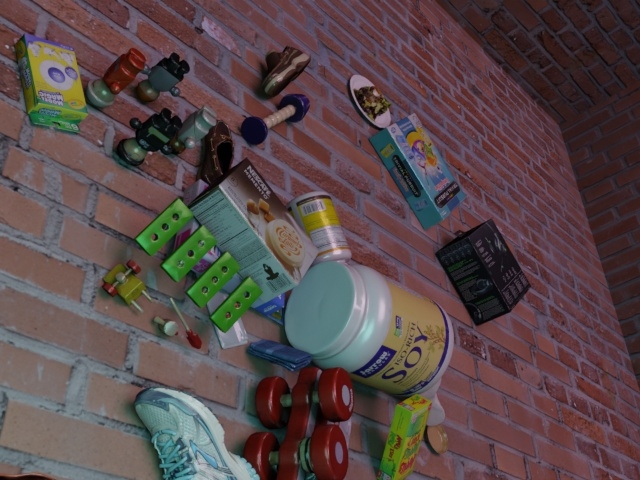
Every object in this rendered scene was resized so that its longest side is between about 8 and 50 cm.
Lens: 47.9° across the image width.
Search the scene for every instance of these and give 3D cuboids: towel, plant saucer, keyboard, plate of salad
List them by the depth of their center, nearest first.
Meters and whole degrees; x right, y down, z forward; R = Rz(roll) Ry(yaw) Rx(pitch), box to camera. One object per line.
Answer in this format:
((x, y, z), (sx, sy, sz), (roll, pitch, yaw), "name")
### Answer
((-0.081, 0.227, 1.430), (0.067, 0.119, 0.029), (-8, 107, -56), "towel")
((-0.213, 0.093, 1.448), (0.072, 0.014, 0.256), (-7, 70, -49), "keyboard")
((0.286, 0.490, 1.787), (0.083, 0.015, 0.083), (31, 43, -35), "plant saucer")
((0.169, -0.454, 2.326), (0.200, 0.048, 0.199), (32, 43, -36), "plate of salad")

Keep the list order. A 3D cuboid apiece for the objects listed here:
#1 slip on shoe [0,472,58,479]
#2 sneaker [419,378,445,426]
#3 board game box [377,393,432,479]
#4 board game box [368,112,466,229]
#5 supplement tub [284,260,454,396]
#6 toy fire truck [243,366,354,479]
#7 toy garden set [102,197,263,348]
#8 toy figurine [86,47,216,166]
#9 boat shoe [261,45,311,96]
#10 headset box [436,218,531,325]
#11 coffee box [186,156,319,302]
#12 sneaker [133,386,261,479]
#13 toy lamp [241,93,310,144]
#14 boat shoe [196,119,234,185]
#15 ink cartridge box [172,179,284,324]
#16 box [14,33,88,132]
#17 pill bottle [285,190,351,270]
((-0.351, 0.377, 0.970), (0.331, 0.101, 0.123), (29, 42, -40), "slip on shoe")
((0.247, 0.350, 1.751), (0.094, 0.080, 0.212), (-113, -171, -58), "sneaker")
((0.184, 0.434, 1.572), (0.092, 0.043, 0.181), (-8, 115, -55), "board game box")
((0.320, -0.230, 2.324), (0.336, 0.079, 0.254), (57, 34, -3), "board game box")
((0.109, 0.193, 1.582), (0.331, 0.241, 0.241), (27, 46, -39), "supplement tub")
((-0.008, 0.399, 1.364), (0.302, 0.169, 0.254), (-80, 150, -47), "toy fire truck")
((-0.256, 0.080, 1.312), (0.204, 0.049, 0.244), (-47, 113, -20), "toy garden set")
((-0.337, -0.264, 1.448), (0.213, 0.148, 0.209), (59, 28, 2), "toy figurine")
((-0.115, -0.463, 1.941), (0.095, 0.095, 0.257), (40, 30, -4), "boat shoe")
((0.516, 0.087, 2.290), (0.283, 0.131, 0.246), (60, 34, 1), "headset box")
((-0.129, -0.021, 1.430), (0.246, 0.098, 0.141), (53, 31, -12), "coffee box")
((-0.207, 0.359, 1.167), (0.283, 0.110, 0.122), (51, 38, -12), "sneaker")
((-0.105, -0.319, 1.840), (0.080, 0.080, 0.275), (56, 33, -6), "toy lamp")
((-0.221, -0.196, 1.601), (0.073, 0.073, 0.207), (31, 42, -34), "boat shoe")
((-0.162, 0.029, 1.499), (0.311, 0.065, 0.185), (39, 36, -36), "ink cartridge box")
((-0.498, -0.289, 1.338), (0.105, 0.043, 0.179), (5, 63, -50), "box")
((0.000, 0.000, 1.697), (0.117, 0.117, 0.215), (1, 65, -52), "pill bottle")
